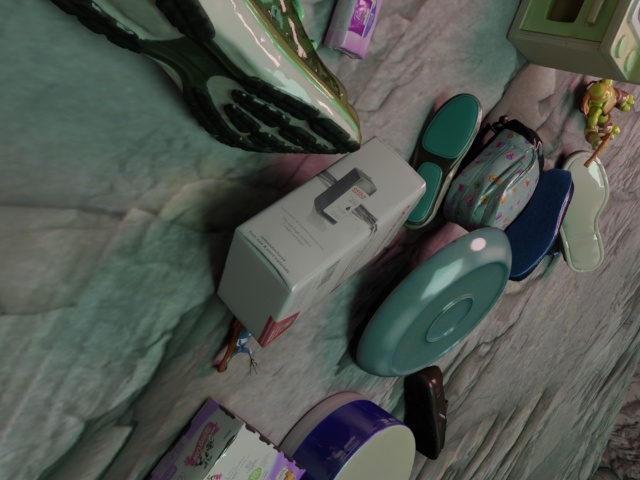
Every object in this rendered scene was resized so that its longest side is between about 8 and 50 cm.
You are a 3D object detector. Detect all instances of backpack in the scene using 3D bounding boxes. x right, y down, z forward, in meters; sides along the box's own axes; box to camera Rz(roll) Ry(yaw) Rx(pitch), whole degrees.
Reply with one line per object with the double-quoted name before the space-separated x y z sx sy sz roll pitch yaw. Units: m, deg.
"backpack" 0.278 -0.090 1.038 0.182 0.115 0.152 -42 140 -22

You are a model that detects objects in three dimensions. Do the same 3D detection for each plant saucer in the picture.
"plant saucer" 0.195 0.114 1.032 0.318 0.043 0.317 -29 146 -22

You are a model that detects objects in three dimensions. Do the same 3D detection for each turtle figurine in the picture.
"turtle figurine" 0.567 -0.267 1.302 0.217 0.087 0.269 9 94 -60

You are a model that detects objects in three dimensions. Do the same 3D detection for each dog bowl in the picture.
"dog bowl" 0.032 0.381 1.022 0.265 0.104 0.264 -26 129 -39

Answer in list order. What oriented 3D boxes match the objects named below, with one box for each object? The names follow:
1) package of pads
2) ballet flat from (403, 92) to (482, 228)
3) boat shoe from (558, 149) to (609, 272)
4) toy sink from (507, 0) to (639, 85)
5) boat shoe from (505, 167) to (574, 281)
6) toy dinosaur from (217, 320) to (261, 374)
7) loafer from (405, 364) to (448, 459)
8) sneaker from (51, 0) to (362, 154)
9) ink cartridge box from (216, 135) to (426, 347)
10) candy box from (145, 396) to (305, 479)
"package of pads" 0.039 -0.251 0.729 0.050 0.032 0.083 6 106 -52
"ballet flat" 0.169 -0.115 0.949 0.213 0.072 0.068 -64 170 0
"boat shoe" 0.568 -0.073 1.433 0.099 0.116 0.319 -89 162 -53
"toy sink" 0.435 -0.341 0.982 0.131 0.234 0.152 14 100 -53
"boat shoe" 0.443 -0.019 1.282 0.258 0.109 0.089 -52 144 -12
"toy dinosaur" -0.102 0.120 0.787 0.082 0.047 0.090 -37 102 -19
"loafer" 0.214 0.327 1.225 0.078 0.080 0.220 -32 132 -35
"sneaker" -0.060 -0.208 0.565 0.410 0.158 0.182 40 61 -57
"ink cartridge box" 0.000 0.000 0.729 0.218 0.092 0.158 -35 165 -31
"candy box" -0.126 0.317 0.827 0.165 0.070 0.196 -51 141 -16
